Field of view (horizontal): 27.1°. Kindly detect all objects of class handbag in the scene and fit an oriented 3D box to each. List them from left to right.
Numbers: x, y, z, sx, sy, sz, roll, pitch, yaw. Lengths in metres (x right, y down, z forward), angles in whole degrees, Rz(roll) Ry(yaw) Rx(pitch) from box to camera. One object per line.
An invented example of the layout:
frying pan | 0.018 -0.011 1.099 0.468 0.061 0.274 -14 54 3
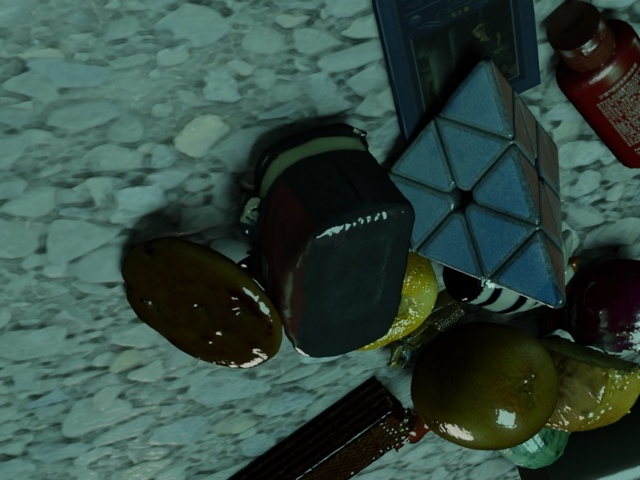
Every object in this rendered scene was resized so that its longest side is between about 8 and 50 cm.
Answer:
handbag | 0.000 0.000 1.572 0.181 0.181 0.254 -17 138 -19

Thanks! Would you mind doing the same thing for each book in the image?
book | 0.164 -0.238 1.550 0.191 0.025 0.269 -27 143 -7

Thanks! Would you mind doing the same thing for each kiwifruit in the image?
kiwifruit | 0.236 0.215 1.962 0.196 0.195 0.234 -2 177 -35

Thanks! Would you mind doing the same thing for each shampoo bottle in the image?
shampoo bottle | 0.380 -0.200 1.708 0.118 0.076 0.314 -40 142 12

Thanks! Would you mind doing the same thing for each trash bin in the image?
trash bin | 0.530 0.374 2.362 0.334 0.214 0.214 -16 141 -10

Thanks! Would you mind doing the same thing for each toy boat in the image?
toy boat | 0.151 0.133 1.941 0.149 0.049 0.047 -44 143 15

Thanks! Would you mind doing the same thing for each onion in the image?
onion | 0.436 0.103 2.052 0.195 0.218 0.139 -23 110 -60

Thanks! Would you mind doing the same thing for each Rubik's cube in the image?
Rubik's cube | 0.209 -0.072 1.653 0.229 0.228 0.233 27 84 -15

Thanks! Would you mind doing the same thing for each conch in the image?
conch | 0.359 0.296 2.201 0.188 0.122 0.175 -40 129 -21

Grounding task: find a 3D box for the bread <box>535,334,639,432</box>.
bread | 0.388 0.223 2.035 0.143 0.229 0.139 -2 99 -24

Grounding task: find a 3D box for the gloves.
gloves | 0.288 0.045 1.880 0.219 0.131 0.140 6 132 -28

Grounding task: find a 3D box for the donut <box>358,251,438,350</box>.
donut | 0.078 0.079 1.806 0.190 0.074 0.174 -14 140 -22

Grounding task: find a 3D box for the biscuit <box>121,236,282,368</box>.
biscuit | -0.141 0.079 1.566 0.212 0.212 0.036 90 25 -48

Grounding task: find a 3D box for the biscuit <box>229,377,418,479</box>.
biscuit | -0.029 0.356 2.047 0.388 0.073 0.107 -35 145 5

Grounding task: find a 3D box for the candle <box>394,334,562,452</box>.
candle | 0.253 0.246 2.144 0.329 0.048 0.051 -28 135 -6
